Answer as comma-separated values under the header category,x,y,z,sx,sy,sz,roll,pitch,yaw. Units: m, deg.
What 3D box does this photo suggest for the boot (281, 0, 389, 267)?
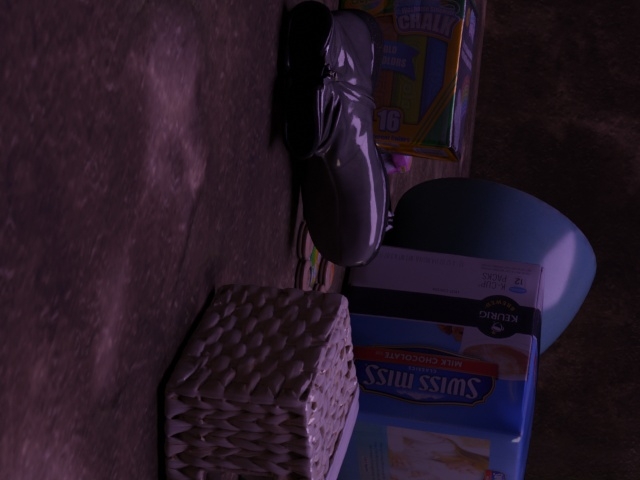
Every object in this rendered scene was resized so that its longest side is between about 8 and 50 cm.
category,x,y,z,sx,sy,sz,roll,pitch,yaw
boot,0.000,-0.086,1.312,0.161,0.083,0.246,-29,120,-70

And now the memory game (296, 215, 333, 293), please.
category,x,y,z,sx,sy,sz,roll,pitch,yaw
memory game,0.000,0.000,1.512,0.186,0.012,0.186,6,90,-80

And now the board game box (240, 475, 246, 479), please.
category,x,y,z,sx,sy,sz,roll,pitch,yaw
board game box,-0.055,0.272,1.337,0.136,0.030,0.259,48,50,-80

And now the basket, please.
category,x,y,z,sx,sy,sz,roll,pitch,yaw
basket,-0.040,0.112,1.064,0.167,0.113,0.103,-67,159,-60

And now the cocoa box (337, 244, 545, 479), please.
category,x,y,z,sx,sy,sz,roll,pitch,yaw
cocoa box,0.142,0.200,1.824,0.347,0.231,0.228,83,18,-56

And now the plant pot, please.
category,x,y,z,sx,sy,sz,roll,pitch,yaw
plant pot,0.207,0.081,2.031,0.290,0.290,0.195,82,27,-56

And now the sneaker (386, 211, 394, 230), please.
category,x,y,z,sx,sy,sz,roll,pitch,yaw
sneaker,0.062,-0.028,1.764,0.109,0.044,0.040,-15,114,-78

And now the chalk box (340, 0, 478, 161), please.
category,x,y,z,sx,sy,sz,roll,pitch,yaw
chalk box,0.087,-0.198,1.542,0.132,0.132,0.213,21,75,-79

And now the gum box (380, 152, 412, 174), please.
category,x,y,z,sx,sy,sz,roll,pitch,yaw
gum box,0.079,-0.173,1.704,0.107,0.062,0.188,49,48,-77
